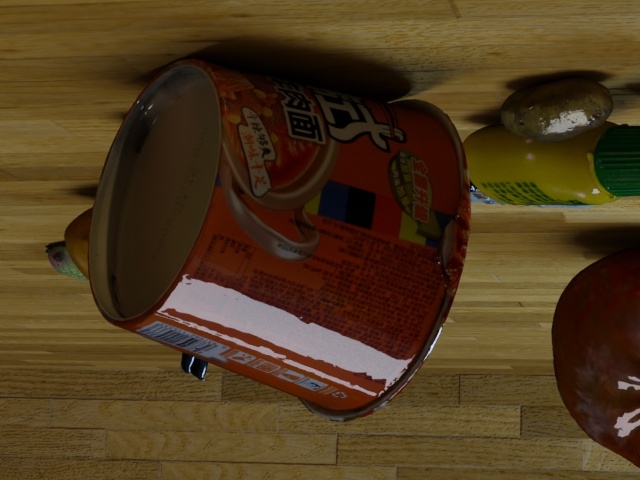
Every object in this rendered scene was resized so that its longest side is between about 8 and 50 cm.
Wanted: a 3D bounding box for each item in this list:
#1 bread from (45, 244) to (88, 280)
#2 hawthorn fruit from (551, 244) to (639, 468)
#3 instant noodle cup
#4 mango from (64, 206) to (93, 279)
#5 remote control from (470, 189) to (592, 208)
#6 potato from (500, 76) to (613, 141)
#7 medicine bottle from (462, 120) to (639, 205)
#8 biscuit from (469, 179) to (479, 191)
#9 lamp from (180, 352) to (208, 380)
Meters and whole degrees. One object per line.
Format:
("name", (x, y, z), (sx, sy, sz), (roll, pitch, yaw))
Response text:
("bread", (-0.218, 0.032, 2.172), (0.228, 0.034, 0.228), (1, 172, 0))
("hawthorn fruit", (0.387, 0.134, 1.956), (0.284, 0.284, 0.284), (2, 171, 0))
("instant noodle cup", (-0.039, -0.009, 1.294), (0.192, 0.250, 0.250), (17, 165, -30))
("mango", (-0.126, 0.023, 1.779), (0.257, 0.138, 0.187), (14, -163, 19))
("remote control", (0.170, -0.048, 1.614), (0.166, 0.029, 0.065), (3, 173, 21))
("potato", (0.166, -0.093, 1.291), (0.092, 0.045, 0.046), (-4, -152, 42))
("medicine bottle", (0.206, -0.057, 1.333), (0.095, 0.064, 0.260), (19, 173, -28))
("biscuit", (0.148, -0.059, 1.554), (0.089, 0.027, 0.087), (5, 170, -21))
("lamp", (-0.041, 0.068, 1.996), (0.284, 0.147, 0.209), (-9, 167, 13))
